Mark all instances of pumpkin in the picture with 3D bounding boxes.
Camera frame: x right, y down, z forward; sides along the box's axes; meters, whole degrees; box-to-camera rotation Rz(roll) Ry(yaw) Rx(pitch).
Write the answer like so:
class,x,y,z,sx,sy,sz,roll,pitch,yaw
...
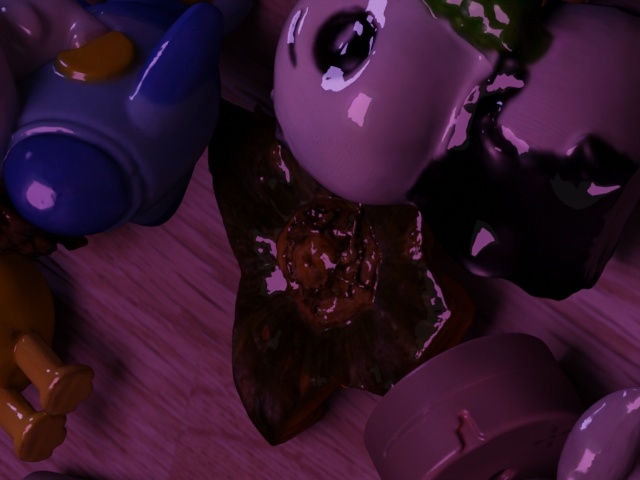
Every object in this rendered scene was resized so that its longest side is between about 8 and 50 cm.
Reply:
class,x,y,z,sx,sy,sz,roll,pitch,yaw
pumpkin,0.015,0.016,1.479,0.258,0.095,0.290,-6,92,46

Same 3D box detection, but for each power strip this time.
class,x,y,z,sx,sy,sz,roll,pitch,yaw
power strip,0.111,0.138,1.376,0.154,0.154,0.078,-54,51,35

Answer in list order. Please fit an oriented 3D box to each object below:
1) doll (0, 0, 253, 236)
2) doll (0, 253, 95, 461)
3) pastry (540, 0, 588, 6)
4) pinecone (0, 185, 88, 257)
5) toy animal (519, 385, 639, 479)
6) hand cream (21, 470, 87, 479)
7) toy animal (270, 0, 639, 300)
class,x,y,z,sx,sy,sz,roll,pitch,yaw
doll,-0.205,-0.119,1.433,0.187,0.366,0.376,139,129,-64
doll,-0.348,0.056,1.785,0.363,0.145,0.199,42,110,32
pastry,0.188,-0.253,1.190,0.275,0.275,0.193,-13,132,43
pinecone,-0.266,-0.096,1.629,0.257,0.243,0.243,-40,66,-4
toy animal,0.164,0.190,1.340,0.104,0.221,0.131,48,169,-13
hand cream,-0.165,0.277,1.722,0.341,0.078,0.124,15,108,35
toy animal,0.102,-0.097,1.274,0.267,0.212,0.212,31,122,5
